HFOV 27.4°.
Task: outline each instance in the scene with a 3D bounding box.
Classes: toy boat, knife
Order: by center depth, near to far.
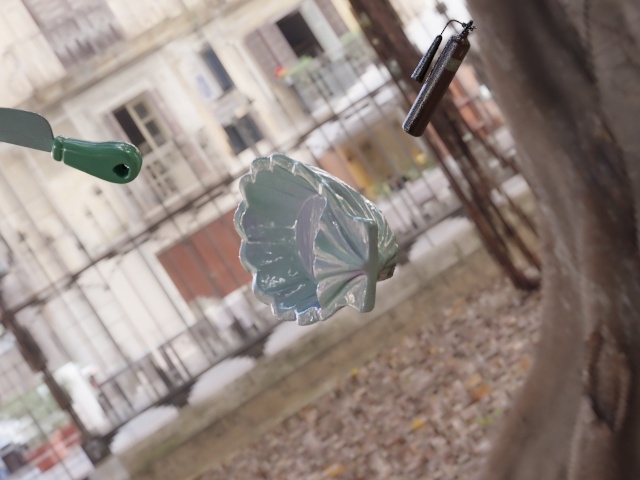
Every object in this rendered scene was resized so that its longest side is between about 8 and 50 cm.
[{"bbox_3d":[0.000,0.000,1.519,0.100,0.199,0.290,-9,17,-28],"label":"toy boat"},{"bbox_3d":[-0.346,-0.127,1.610,0.034,0.260,0.063,-80,8,-50],"label":"knife"}]

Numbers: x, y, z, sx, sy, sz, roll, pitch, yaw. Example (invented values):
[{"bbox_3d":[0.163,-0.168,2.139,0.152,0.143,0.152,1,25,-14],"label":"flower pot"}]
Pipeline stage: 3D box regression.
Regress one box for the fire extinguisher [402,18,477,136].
[{"bbox_3d":[0.145,-0.211,1.634,0.035,0.049,0.173,2,-52,-40],"label":"fire extinguisher"}]
